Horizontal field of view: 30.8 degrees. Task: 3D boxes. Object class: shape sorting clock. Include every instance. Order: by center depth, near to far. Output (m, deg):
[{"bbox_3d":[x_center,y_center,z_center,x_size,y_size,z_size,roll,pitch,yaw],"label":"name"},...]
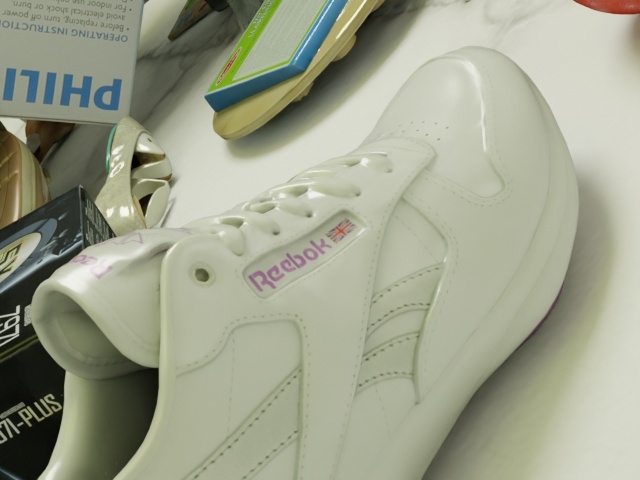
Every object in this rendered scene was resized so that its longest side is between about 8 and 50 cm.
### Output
[{"bbox_3d":[-0.007,-0.154,0.830,0.206,0.040,0.206,-39,27,25],"label":"shape sorting clock"}]

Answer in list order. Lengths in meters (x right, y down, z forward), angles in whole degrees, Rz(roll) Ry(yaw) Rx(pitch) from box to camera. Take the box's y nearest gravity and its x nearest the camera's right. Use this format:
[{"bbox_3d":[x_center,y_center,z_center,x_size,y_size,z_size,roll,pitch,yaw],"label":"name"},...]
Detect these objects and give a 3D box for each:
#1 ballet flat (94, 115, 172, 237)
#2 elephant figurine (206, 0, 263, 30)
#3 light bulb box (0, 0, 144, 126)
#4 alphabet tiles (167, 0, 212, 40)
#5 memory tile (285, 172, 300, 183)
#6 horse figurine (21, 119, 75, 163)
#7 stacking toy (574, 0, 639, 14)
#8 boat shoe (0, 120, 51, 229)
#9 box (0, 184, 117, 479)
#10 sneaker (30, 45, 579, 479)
[{"bbox_3d":[-0.135,-0.041,0.875,0.052,0.057,0.168,-11,37,10],"label":"ballet flat"},{"bbox_3d":[-0.113,-0.301,1.105,0.186,0.169,0.239,-43,25,-30],"label":"elephant figurine"},{"bbox_3d":[-0.312,-0.318,1.065,0.358,0.225,0.360,32,115,56],"label":"light bulb box"},{"bbox_3d":[-0.055,-0.323,1.220,0.237,0.009,0.198,-29,29,36],"label":"alphabet tiles"},{"bbox_3d":[0.000,0.000,0.612,0.148,0.012,0.113,-10,43,53],"label":"memory tile"},{"bbox_3d":[-0.306,-0.176,1.318,0.174,0.066,0.263,-63,29,14],"label":"horse figurine"},{"bbox_3d":[0.178,-0.245,0.566,0.141,0.141,0.330,-18,41,48],"label":"stacking toy"},{"bbox_3d":[-0.273,-0.026,0.997,0.122,0.110,0.341,-40,32,2],"label":"boat shoe"},{"bbox_3d":[-0.183,0.063,0.688,0.147,0.077,0.180,-29,27,2],"label":"box"},{"bbox_3d":[-0.005,0.019,0.418,0.114,0.152,0.305,-19,34,51],"label":"sneaker"}]
